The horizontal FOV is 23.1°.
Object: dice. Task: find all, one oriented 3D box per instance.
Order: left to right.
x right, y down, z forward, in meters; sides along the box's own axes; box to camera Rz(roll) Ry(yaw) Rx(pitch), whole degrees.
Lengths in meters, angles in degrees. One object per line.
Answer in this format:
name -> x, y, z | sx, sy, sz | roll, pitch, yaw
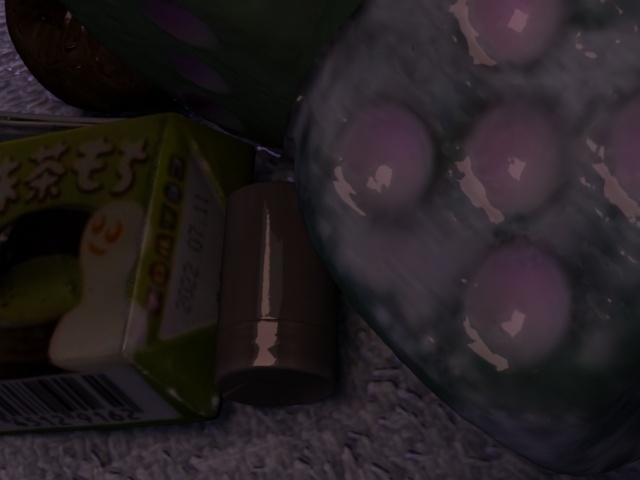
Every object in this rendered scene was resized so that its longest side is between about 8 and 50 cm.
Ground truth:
dice -> -0.025, -0.274, 1.415 | 0.322, 0.330, 0.318 | 14, 71, 51
dice -> 0.200, -0.053, 1.166 | 0.348, 0.328, 0.330 | 47, 109, 24

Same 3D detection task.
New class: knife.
knife -> -0.249, -0.112, 1.643 | 0.265, 0.073, 0.041 | 5, 74, 26

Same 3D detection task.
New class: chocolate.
chocolate -> -0.229, 0.029, 1.502 | 0.300, 0.137, 0.289 | -7, 61, 28

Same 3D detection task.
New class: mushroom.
mushroom -> -0.203, -0.274, 1.656 | 0.297, 0.163, 0.278 | -19, 57, 16

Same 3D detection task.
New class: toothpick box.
toothpick box -> -0.037, 0.050, 1.410 | 0.111, 0.111, 0.181 | -8, 65, 22
